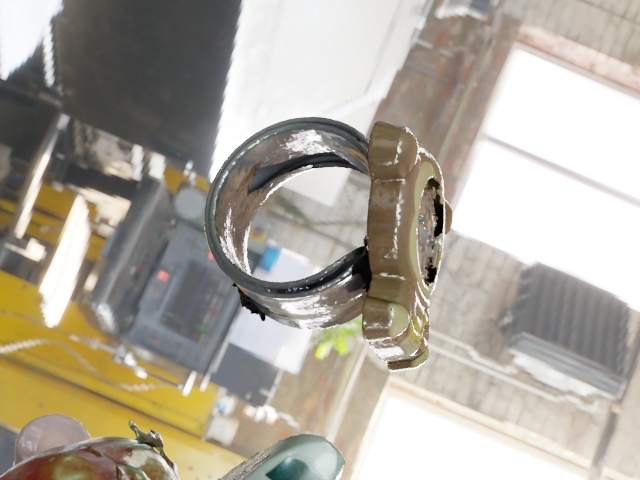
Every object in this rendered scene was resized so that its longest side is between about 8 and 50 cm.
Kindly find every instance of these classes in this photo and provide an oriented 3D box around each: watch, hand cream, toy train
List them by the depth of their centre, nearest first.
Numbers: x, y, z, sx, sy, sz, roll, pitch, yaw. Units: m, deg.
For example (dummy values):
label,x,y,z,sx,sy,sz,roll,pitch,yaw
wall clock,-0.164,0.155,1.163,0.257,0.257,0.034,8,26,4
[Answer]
label,x,y,z,sx,sy,sz,roll,pitch,yaw
hand cream,-0.312,0.300,1.285,0.133,0.083,0.248,-37,156,-33
toy train,-0.113,0.340,1.358,0.407,0.086,0.088,-41,-177,44
watch,0.000,0.000,1.608,0.314,0.327,0.335,51,45,-63

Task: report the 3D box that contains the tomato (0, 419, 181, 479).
label,x,y,z,sx,sy,sz,roll,pitch,yaw
tomato,-0.221,0.337,1.043,0.239,0.303,0.303,-25,-175,6
